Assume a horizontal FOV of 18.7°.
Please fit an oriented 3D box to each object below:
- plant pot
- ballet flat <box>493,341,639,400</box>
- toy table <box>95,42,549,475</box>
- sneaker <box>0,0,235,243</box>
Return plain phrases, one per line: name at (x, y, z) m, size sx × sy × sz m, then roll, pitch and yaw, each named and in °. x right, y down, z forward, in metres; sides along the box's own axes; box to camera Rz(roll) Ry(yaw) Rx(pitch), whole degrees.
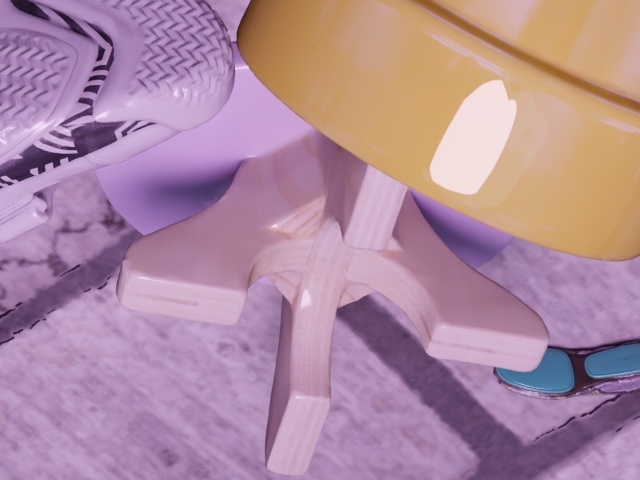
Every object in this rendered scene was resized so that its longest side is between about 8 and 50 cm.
plant pot at (0.117, -0.154, 1.019) m, size 0.254 × 0.254 × 0.239 m, roll 21°, pitch 109°, yaw -19°
ballet flat at (0.176, 0.095, 1.339) m, size 0.114 × 0.041 × 0.041 m, roll -5°, pitch 129°, yaw 2°
toy table at (0.000, 0.000, 1.175) m, size 0.274 × 0.161 × 0.252 m, roll 0°, pitch 129°, yaw -5°
sneaker at (-0.209, -0.035, 1.099) m, size 0.365 × 0.137 × 0.210 m, roll -10°, pitch 143°, yaw 8°
